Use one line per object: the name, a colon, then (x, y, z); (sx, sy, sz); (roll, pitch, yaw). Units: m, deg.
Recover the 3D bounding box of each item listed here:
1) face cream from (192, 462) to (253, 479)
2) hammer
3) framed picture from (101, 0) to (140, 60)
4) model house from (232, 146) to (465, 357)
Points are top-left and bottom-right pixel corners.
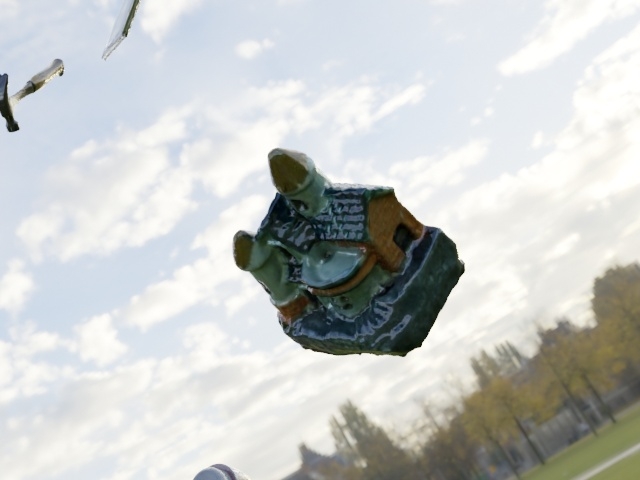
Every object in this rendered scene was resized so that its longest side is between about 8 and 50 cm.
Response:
face cream: (-0.143, 0.385, 1.461); (0.091, 0.091, 0.095); (-37, -39, 21)
hammer: (-0.422, -0.230, 1.421); (0.021, 0.078, 0.201); (-5, 27, 13)
framed picture: (-0.219, -0.343, 1.206); (0.010, 0.231, 0.173); (21, -6, -19)
model house: (0.000, 0.000, 1.254); (0.253, 0.291, 0.184); (5, 54, 46)
